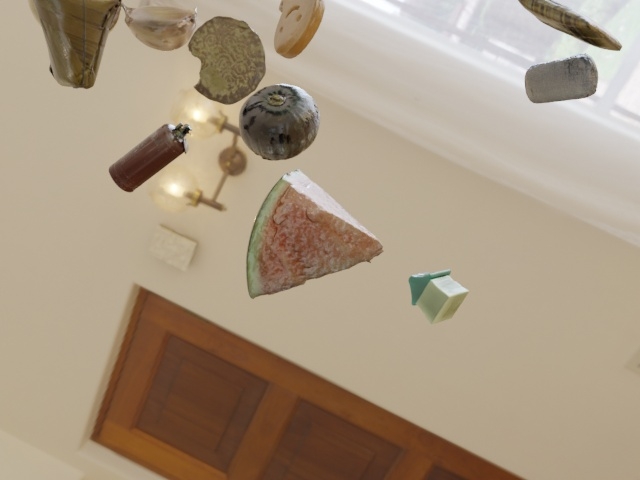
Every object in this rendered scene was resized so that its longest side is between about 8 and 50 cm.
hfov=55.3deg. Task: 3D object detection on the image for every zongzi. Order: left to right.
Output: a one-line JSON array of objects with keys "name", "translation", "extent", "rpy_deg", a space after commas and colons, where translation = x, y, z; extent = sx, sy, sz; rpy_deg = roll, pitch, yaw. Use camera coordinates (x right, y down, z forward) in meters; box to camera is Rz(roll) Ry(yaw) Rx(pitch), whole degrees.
[{"name": "zongzi", "translation": [-0.615, -0.498, 1.367], "extent": [0.289, 0.123, 0.260], "rpy_deg": [14, -82, -48]}]

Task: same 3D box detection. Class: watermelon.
[{"name": "watermelon", "translation": [-0.025, -0.016, 1.408], "extent": [0.250, 0.293, 0.282], "rpy_deg": [-114, 33, -67]}]

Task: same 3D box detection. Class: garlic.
[{"name": "garlic", "translation": [-0.501, -0.638, 1.803], "extent": [0.148, 0.267, 0.128], "rpy_deg": [-109, 32, -57]}]

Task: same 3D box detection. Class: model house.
[{"name": "model house", "translation": [0.339, 0.152, 1.816], "extent": [0.101, 0.149, 0.127], "rpy_deg": [-10, -43, -41]}]

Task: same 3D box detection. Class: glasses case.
[{"name": "glasses case", "translation": [0.620, -0.417, 1.592], "extent": [0.282, 0.067, 0.109], "rpy_deg": [-143, 40, -76]}]

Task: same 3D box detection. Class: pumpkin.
[{"name": "pumpkin", "translation": [-0.117, -0.330, 1.693], "extent": [0.163, 0.233, 0.233], "rpy_deg": [81, -150, -51]}]

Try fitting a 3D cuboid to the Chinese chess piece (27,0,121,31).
[{"name": "Chinese chess piece", "translation": [-0.742, -0.734, 1.850], "extent": [0.112, 0.270, 0.269], "rpy_deg": [36, 103, 54]}]

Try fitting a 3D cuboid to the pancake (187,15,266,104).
[{"name": "pancake", "translation": [-0.250, -0.479, 1.628], "extent": [0.029, 0.212, 0.235], "rpy_deg": [-26, -65, -82]}]

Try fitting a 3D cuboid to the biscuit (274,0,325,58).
[{"name": "biscuit", "translation": [-0.050, -0.686, 1.736], "extent": [0.275, 0.052, 0.354], "rpy_deg": [1, 72, 57]}]

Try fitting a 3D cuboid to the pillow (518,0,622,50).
[{"name": "pillow", "translation": [0.565, -0.502, 1.400], "extent": [0.208, 0.212, 0.052], "rpy_deg": [2, -56, -45]}]

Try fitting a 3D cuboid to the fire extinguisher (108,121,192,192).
[{"name": "fire extinguisher", "translation": [-0.448, -0.239, 1.666], "extent": [0.269, 0.104, 0.105], "rpy_deg": [-32, 5, 14]}]
